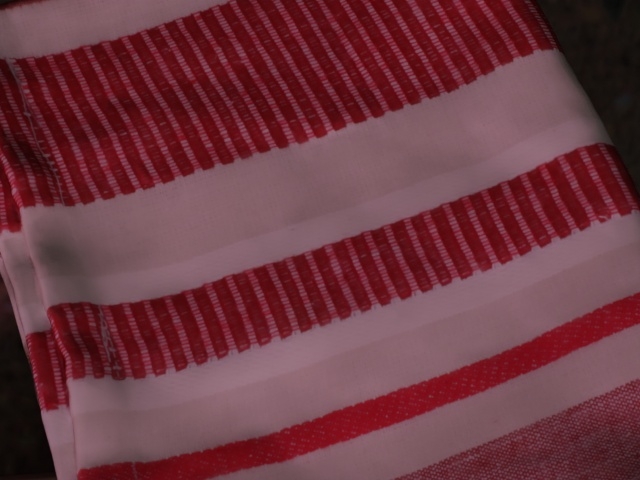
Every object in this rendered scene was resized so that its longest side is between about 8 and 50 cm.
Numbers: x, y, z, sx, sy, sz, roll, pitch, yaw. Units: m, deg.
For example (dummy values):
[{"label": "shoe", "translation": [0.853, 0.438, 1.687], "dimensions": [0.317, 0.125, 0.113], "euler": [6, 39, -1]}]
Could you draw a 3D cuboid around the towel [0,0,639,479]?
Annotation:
[{"label": "towel", "translation": [0.000, 0.000, 0.732], "dimensions": [0.237, 0.037, 0.329], "euler": [-18, 54, -6]}]

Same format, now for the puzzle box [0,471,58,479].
[{"label": "puzzle box", "translation": [-0.148, 0.225, 0.736], "dimensions": [0.409, 0.052, 0.272], "euler": [-5, 90, 5]}]
